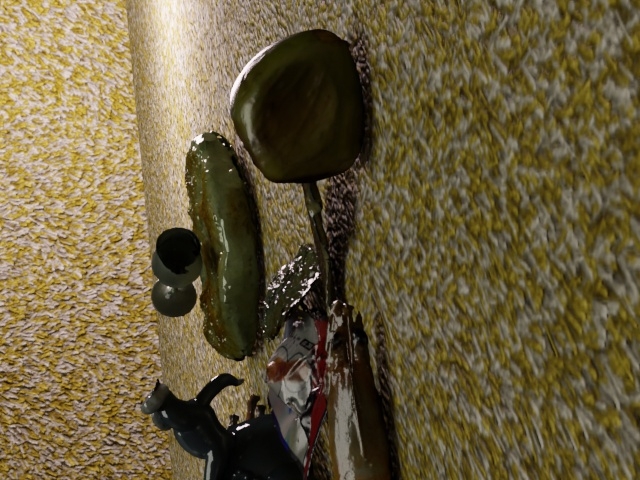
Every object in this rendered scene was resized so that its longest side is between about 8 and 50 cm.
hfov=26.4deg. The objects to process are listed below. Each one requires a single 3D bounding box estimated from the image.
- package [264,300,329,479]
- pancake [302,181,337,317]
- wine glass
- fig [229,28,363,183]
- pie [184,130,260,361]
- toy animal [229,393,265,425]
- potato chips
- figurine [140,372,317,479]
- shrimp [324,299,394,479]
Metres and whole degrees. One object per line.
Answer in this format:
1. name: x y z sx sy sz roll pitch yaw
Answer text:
1. package: -0.016 0.171 1.640 0.269 0.071 0.194 -143 56 -68
2. pancake: 0.000 0.000 1.515 0.190 0.020 0.184 78 -178 -74
3. wine glass: -0.225 0.050 2.135 0.195 0.079 0.079 106 156 -64
4. fig: -0.021 -0.136 1.398 0.154 0.144 0.165 -52 -19 -52
5. pie: -0.151 0.016 2.136 0.296 0.078 0.371 -141 46 -73
6. toy animal: -0.087 0.334 2.031 0.224 0.066 0.229 -53 31 43
7. potato chips: -0.041 0.066 1.689 0.209 0.026 0.142 -109 43 -71
8. figurine: -0.116 0.252 1.752 0.265 0.140 0.193 53 -179 -19
9. shrimp: 0.038 0.202 1.446 0.152 0.063 0.287 -131 35 -87
